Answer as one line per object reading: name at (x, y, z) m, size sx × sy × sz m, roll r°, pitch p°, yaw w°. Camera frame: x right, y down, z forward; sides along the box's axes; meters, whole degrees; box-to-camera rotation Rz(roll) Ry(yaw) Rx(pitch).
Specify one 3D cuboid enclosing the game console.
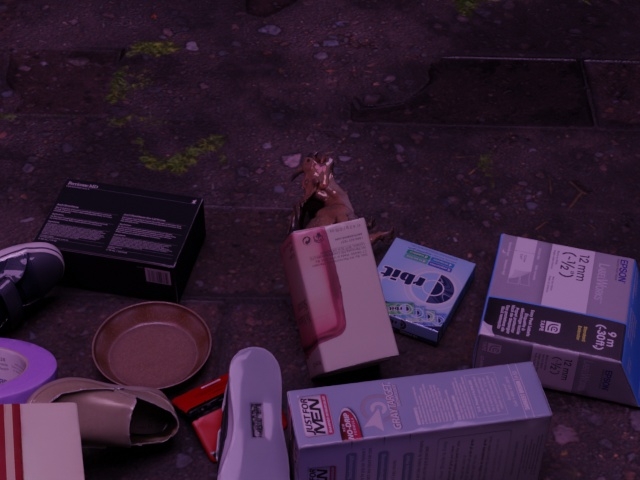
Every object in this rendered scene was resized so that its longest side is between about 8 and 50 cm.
game console at (-0.147, 0.278, 2.082) m, size 0.144 × 0.085 × 0.124 m, roll -23°, pitch 17°, yaw -24°

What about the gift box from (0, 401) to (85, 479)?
gift box at (-0.459, 0.399, 1.782) m, size 0.276 × 0.255 × 0.258 m, roll -5°, pitch 42°, yaw -14°

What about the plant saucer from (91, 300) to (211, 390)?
plant saucer at (-0.280, 0.184, 2.162) m, size 0.198 × 0.036 × 0.199 m, roll 0°, pitch 43°, yaw 0°

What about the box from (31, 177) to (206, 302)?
box at (-0.355, -0.002, 2.309) m, size 0.261 × 0.103 × 0.184 m, roll 9°, pitch 47°, yaw 9°

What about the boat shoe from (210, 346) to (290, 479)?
boat shoe at (-0.113, 0.320, 1.970) m, size 0.113 × 0.105 × 0.306 m, roll 1°, pitch 63°, yaw -14°

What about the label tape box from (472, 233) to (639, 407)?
label tape box at (0.448, 0.135, 2.172) m, size 0.347 × 0.115 × 0.249 m, roll 10°, pitch 44°, yaw 11°

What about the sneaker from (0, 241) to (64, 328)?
sneaker at (-0.568, 0.119, 2.165) m, size 0.321 × 0.126 × 0.127 m, roll -25°, pitch 44°, yaw -11°

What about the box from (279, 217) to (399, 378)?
box at (0.027, 0.097, 2.103) m, size 0.126 × 0.148 × 0.232 m, roll -12°, pitch 82°, yaw -12°

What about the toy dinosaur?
toy dinosaur at (0.000, 0.000, 2.308) m, size 0.200 × 0.127 × 0.296 m, roll 13°, pitch 56°, yaw 23°

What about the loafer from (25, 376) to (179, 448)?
loafer at (-0.322, 0.263, 1.955) m, size 0.268 × 0.102 × 0.092 m, roll 2°, pitch 8°, yaw -43°

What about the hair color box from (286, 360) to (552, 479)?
hair color box at (0.141, 0.300, 1.938) m, size 0.374 × 0.185 × 0.114 m, roll -6°, pitch 44°, yaw -8°

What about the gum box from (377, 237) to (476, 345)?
gum box at (0.167, 0.087, 2.268) m, size 0.157 × 0.041 × 0.184 m, roll 19°, pitch 47°, yaw 18°

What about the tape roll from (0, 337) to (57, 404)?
tape roll at (-0.542, 0.235, 1.982) m, size 0.274 × 0.090 × 0.275 m, roll 2°, pitch 16°, yaw -1°
